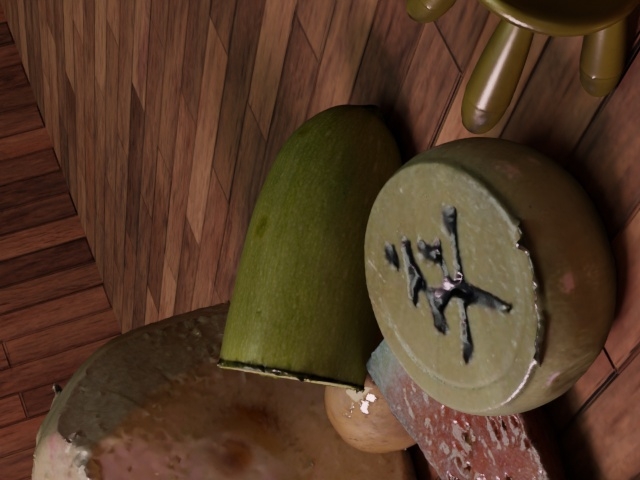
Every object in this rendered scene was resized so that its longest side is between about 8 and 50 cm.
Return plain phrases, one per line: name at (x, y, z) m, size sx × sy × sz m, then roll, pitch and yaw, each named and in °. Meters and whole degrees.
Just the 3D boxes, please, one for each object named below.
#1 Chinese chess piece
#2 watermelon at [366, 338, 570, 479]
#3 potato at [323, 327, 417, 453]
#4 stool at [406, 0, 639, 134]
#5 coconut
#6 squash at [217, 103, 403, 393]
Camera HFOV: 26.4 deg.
Chinese chess piece at (0.109, 0.025, 0.919) m, size 0.188 × 0.083 × 0.189 m, roll 23°, pitch 121°, yaw 46°
watermelon at (0.144, 0.155, 1.039) m, size 0.241 × 0.094 × 0.154 m, roll 65°, pitch 151°, yaw 21°
potato at (0.052, 0.137, 1.246) m, size 0.147 × 0.112 × 0.112 m, roll 106°, pitch 144°, yaw -57°
stool at (0.119, -0.137, 0.772) m, size 0.110 × 0.135 × 0.134 m, roll 107°, pitch -172°, yaw -66°
coconut at (-0.115, 0.259, 1.430) m, size 0.404 × 0.404 × 0.405 m, roll 163°, pitch 90°, yaw -73°
squash at (0.000, 0.000, 1.157) m, size 0.132 × 0.132 × 0.247 m, roll 169°, pitch 114°, yaw -73°
